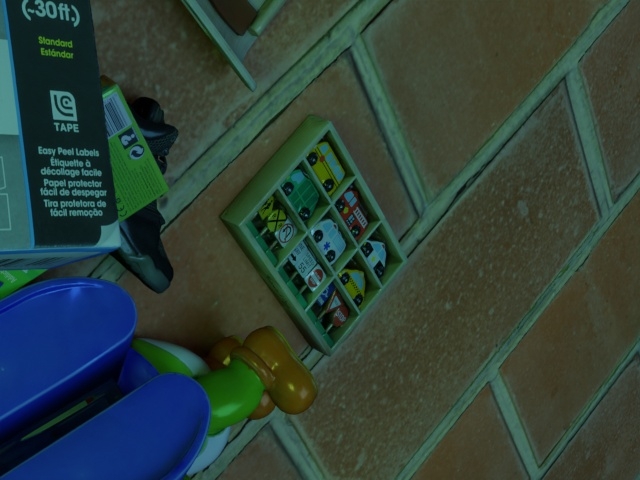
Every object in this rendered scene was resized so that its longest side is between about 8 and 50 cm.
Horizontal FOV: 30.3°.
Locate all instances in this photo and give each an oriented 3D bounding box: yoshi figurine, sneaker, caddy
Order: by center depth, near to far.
[{"bbox_3d":[-0.263,0.189,1.048,0.341,0.241,0.179,-31,166,-38],"label":"caddy"},{"bbox_3d":[-0.177,-0.052,1.150,0.130,0.087,0.227,-41,129,-18],"label":"sneaker"},{"bbox_3d":[-0.167,0.249,1.228,0.362,0.203,0.203,-32,136,-30],"label":"yoshi figurine"}]

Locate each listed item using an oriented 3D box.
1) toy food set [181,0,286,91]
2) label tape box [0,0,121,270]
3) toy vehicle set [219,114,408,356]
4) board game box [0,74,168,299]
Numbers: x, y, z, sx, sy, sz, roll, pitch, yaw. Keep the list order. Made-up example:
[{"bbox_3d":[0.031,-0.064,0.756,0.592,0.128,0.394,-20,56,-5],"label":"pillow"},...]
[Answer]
[{"bbox_3d":[-0.036,-0.331,1.163,0.306,0.092,0.220,-54,138,-14],"label":"toy food set"},{"bbox_3d":[-0.290,-0.145,0.860,0.241,0.106,0.333,-3,82,-47],"label":"label tape box"},{"bbox_3d":[0.000,0.000,1.403,0.166,0.035,0.267,-50,137,-17],"label":"toy vehicle set"},{"bbox_3d":[-0.264,-0.024,1.019,0.259,0.039,0.124,-37,132,-17],"label":"board game box"}]
